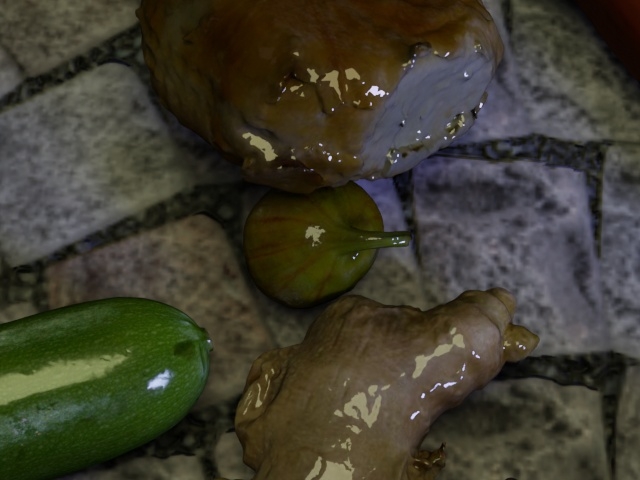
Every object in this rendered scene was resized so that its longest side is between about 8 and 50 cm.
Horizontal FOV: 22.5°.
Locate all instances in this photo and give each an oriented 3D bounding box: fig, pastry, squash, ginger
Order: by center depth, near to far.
[{"bbox_3d":[-0.242,0.109,0.886,0.378,0.101,0.101,-12,69,-11],"label":"squash"},{"bbox_3d":[0.023,0.098,0.910,0.137,0.074,0.213,29,75,8],"label":"ginger"},{"bbox_3d":[0.000,0.000,0.934,0.084,0.098,0.082,8,85,-19],"label":"fig"},{"bbox_3d":[-0.002,-0.118,0.953,0.218,0.100,0.229,15,37,0],"label":"pastry"}]

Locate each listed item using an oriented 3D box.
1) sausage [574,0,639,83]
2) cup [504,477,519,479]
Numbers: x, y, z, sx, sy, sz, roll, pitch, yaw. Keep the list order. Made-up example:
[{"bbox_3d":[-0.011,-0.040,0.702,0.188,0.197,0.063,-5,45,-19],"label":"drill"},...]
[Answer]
[{"bbox_3d":[0.246,-0.111,0.987,0.097,0.094,0.348,-38,74,7],"label":"sausage"},{"bbox_3d":[0.030,0.246,0.744,0.208,0.273,0.288,-1,68,-1],"label":"cup"}]
